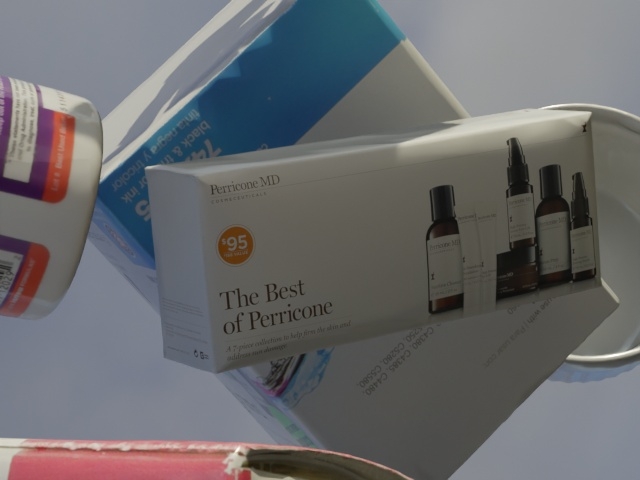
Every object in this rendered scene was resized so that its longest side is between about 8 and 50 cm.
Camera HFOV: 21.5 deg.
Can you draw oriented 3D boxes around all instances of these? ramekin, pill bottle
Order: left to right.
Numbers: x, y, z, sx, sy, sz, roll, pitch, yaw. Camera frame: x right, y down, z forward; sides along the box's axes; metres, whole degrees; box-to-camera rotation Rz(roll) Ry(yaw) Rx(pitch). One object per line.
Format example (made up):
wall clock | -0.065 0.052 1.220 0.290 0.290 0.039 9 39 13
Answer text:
pill bottle | -0.204 -0.035 0.748 0.193 0.108 0.108 14 -92 -21
ramekin | 0.194 0.012 1.281 0.109 0.207 0.207 81 -151 -69

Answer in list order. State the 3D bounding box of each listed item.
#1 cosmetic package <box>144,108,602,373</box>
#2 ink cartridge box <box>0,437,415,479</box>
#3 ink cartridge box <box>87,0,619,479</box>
cosmetic package | 0.034 -0.005 0.856 0.239 0.060 0.099 -11 -81 -30
ink cartridge box | -0.120 0.158 0.459 0.117 0.283 0.207 23 -112 -58
ink cartridge box | 0.000 0.000 1.032 0.197 0.198 0.270 -44 -76 -11
